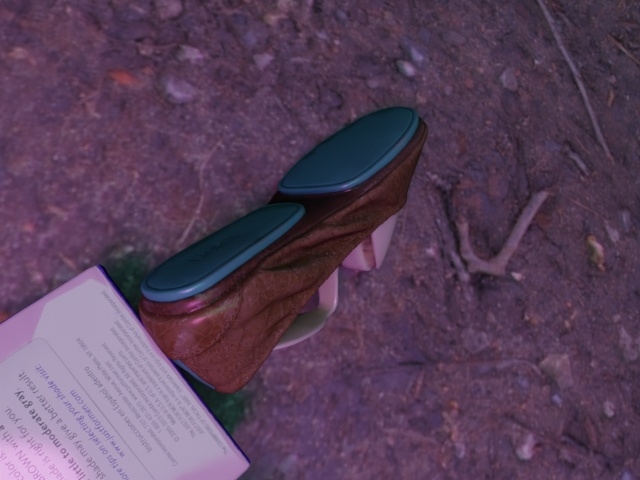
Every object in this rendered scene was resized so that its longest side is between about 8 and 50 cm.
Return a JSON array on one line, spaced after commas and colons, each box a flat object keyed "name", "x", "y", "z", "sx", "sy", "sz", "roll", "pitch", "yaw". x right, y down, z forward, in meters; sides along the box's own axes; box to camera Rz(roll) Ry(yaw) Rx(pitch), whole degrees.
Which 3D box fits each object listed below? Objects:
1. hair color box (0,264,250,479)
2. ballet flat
[{"name": "hair color box", "x": -0.240, "y": 0.190, "z": 0.344, "sx": 0.339, "sy": 0.110, "sz": 0.185, "roll": -37, "pitch": 93, "yaw": -24}, {"name": "ballet flat", "x": 0.000, "y": 0.000, "z": 0.455, "sx": 0.342, "sy": 0.116, "sz": 0.124, "roll": -46, "pitch": 127, "yaw": -41}]
